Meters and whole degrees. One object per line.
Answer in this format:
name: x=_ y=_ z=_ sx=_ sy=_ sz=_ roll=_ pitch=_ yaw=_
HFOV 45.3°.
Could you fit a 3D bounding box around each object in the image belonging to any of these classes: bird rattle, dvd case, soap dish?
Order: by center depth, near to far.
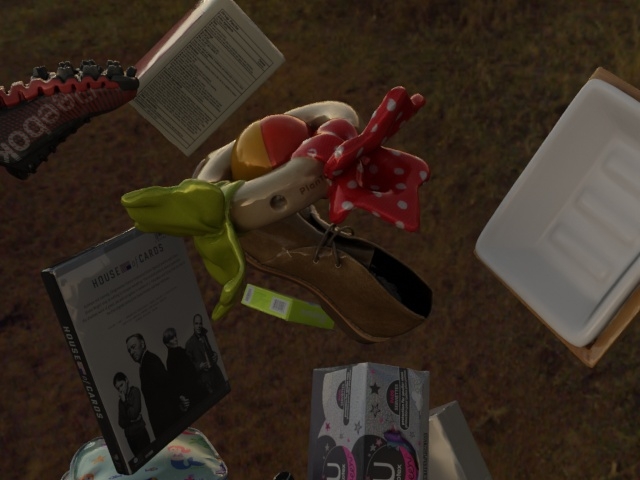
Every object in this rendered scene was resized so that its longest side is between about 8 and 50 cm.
bird rattle: x=-0.032 y=-0.064 z=0.636 sx=0.253 sy=0.143 sz=0.207 roll=-33 pitch=27 yaw=13
dvd case: x=-0.193 y=0.107 z=0.853 sx=0.030 sy=0.238 sz=0.179 roll=-5 pitch=18 yaw=36
soap dish: x=0.348 y=-0.029 z=0.937 sx=0.118 sy=0.291 sz=0.229 roll=8 pitch=31 yaw=-42

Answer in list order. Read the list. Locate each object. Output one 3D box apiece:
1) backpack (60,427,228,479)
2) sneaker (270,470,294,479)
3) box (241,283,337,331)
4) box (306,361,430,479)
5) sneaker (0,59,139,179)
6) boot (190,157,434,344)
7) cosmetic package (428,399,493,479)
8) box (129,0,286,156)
backpack: x=-0.210 y=0.336 z=0.933 sx=0.225 sy=0.191 sz=0.253 roll=-5 pitch=6 yaw=-19
sneaker: x=-0.086 y=0.399 z=1.194 sx=0.109 sy=0.044 sz=0.040 roll=-11 pitch=60 yaw=-50
box: x=-0.049 y=0.126 z=1.411 sx=0.109 sy=0.042 sz=0.178 roll=16 pitch=-3 yaw=33
box: x=0.077 y=0.334 z=1.259 sx=0.142 sy=0.247 sz=0.163 roll=13 pitch=-19 yaw=-32
sneaker: x=-0.366 y=-0.155 z=1.002 sx=0.276 sy=0.135 sz=0.097 roll=-17 pitch=20 yaw=-13
boot: x=0.000 y=0.000 z=0.836 sx=0.115 sy=0.305 sz=0.112 roll=-23 pitch=34 yaw=56
cosmetic package: x=0.276 y=0.470 z=1.607 sx=0.107 sy=0.238 sz=0.127 roll=-32 pitch=-14 yaw=27
box: x=-0.198 y=-0.281 z=1.272 sx=0.232 sy=0.148 sz=0.127 roll=-44 pitch=28 yaw=5
